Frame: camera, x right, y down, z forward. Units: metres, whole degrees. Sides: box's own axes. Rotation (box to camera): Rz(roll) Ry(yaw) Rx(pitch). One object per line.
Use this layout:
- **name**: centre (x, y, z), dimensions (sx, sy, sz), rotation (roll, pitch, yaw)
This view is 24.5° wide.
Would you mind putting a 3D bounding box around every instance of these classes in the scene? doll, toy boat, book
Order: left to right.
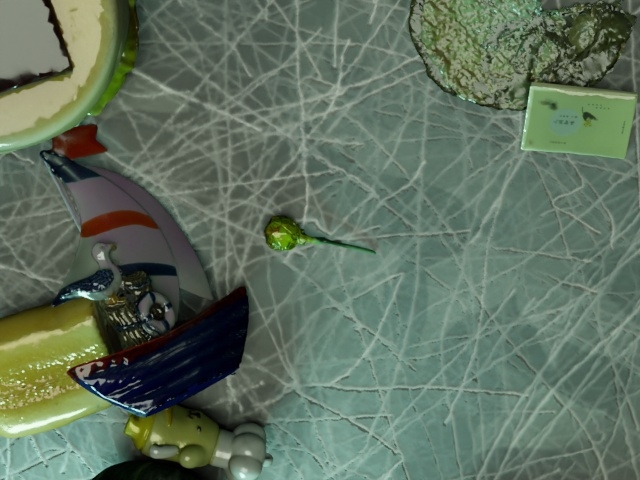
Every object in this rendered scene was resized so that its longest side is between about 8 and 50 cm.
- **toy boat**: centre (-0.179, 0.031, 1.536), dimensions (0.219, 0.072, 0.318), rotation (3, 64, -30)
- **doll**: centre (-0.128, 0.212, 1.572), dimensions (0.162, 0.106, 0.062), rotation (19, 111, -8)
- **book**: centre (0.265, -0.122, 1.518), dimensions (0.110, 0.014, 0.077), rotation (5, 125, 1)

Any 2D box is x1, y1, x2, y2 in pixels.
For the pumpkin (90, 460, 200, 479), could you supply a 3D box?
- **pumpkin**: centre (-0.179, 0.304, 1.568), dimensions (0.167, 0.167, 0.125), rotation (18, 72, -1)

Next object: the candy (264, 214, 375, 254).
- **candy**: centre (0.000, 0.000, 1.565), dimensions (0.122, 0.035, 0.035), rotation (10, 112, -8)

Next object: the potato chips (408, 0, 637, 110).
- **potato chips**: centre (0.204, -0.227, 1.512), dimensions (0.219, 0.029, 0.202), rotation (27, 102, 0)

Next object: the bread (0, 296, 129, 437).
- **bread**: centre (-0.284, 0.129, 1.570), dimensions (0.173, 0.085, 0.134), rotation (-15, 108, 4)

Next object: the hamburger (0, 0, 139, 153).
- **hamburger**: centre (-0.326, -0.220, 1.443), dimensions (0.301, 0.170, 0.302), rotation (-2, 103, -11)
